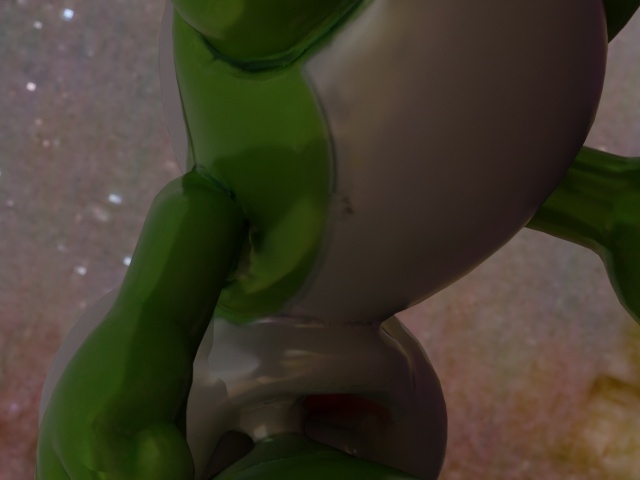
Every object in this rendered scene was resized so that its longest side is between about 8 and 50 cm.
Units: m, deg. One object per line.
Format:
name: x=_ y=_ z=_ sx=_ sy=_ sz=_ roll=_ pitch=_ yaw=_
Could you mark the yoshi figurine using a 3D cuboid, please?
yoshi figurine: x=0.021 y=0.013 z=0.383 sx=0.203 sy=0.204 sz=0.362 roll=-62 pitch=-10 yaw=-66
